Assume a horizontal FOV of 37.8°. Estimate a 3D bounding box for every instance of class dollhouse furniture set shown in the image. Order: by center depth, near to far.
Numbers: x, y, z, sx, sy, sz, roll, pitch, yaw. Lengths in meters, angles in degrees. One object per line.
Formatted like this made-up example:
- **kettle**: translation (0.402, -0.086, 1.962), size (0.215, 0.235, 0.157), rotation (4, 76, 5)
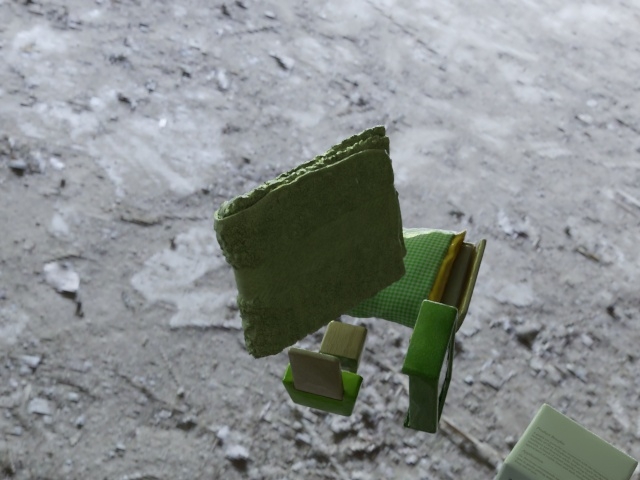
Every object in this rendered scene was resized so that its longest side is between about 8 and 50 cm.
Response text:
- **dollhouse furniture set**: translation (0.085, 0.060, 1.165), size (0.198, 0.151, 0.301), rotation (11, 54, 15)

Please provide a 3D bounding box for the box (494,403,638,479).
- **box**: translation (0.223, 0.232, 0.882), size (0.101, 0.102, 0.087), rotation (32, 52, 19)

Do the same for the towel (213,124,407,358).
- **towel**: translation (0.000, 0.000, 0.585), size (0.027, 0.110, 0.148), rotation (13, 34, 43)
